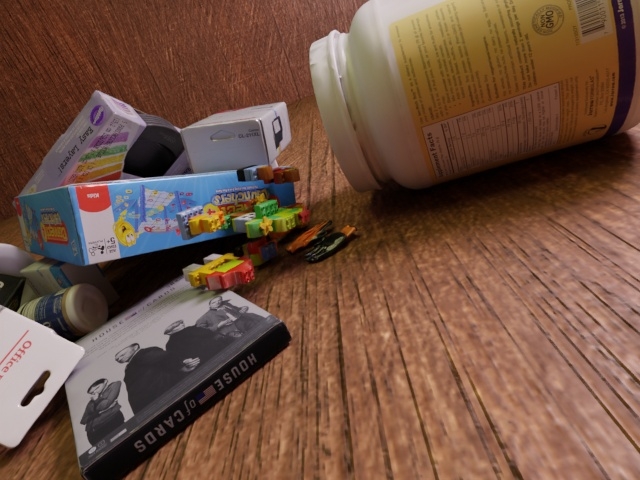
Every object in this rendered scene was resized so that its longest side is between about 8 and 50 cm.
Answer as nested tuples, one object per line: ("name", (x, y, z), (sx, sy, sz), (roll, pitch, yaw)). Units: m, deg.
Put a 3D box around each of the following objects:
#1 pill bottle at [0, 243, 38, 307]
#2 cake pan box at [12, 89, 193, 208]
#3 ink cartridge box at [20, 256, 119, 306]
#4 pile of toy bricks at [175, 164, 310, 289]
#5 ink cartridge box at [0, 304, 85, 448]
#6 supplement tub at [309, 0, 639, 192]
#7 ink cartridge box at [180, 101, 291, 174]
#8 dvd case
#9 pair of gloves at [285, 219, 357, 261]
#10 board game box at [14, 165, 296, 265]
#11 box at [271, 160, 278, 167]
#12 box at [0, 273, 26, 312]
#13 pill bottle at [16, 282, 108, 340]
("pill bottle", (-0.617, 0.099, 0.726), (0.245, 0.136, 0.136), (-16, 24, 17))
("cake pan box", (-0.367, -0.123, 0.788), (0.267, 0.070, 0.245), (-46, -17, 11))
("ink cartridge box", (-0.375, 0.066, 0.635), (0.122, 0.089, 0.052), (-6, 28, 33))
("pile of toy bricks", (-0.063, -0.026, 0.513), (0.105, 0.118, 0.212), (5, 24, 34))
("ink cartridge box", (-0.336, 0.118, 0.415), (0.104, 0.180, 0.060), (-64, 2, -33))
("supplement tub", (0.177, -0.200, 0.514), (0.331, 0.241, 0.241), (-15, 24, 19))
("ink cartridge box", (-0.129, -0.170, 0.693), (0.127, 0.072, 0.175), (-4, 25, 10))
("dvd case", (-0.161, 0.107, 0.426), (0.179, 0.030, 0.238), (-35, 25, -26))
("pair of gloves", (0.000, 0.000, 0.533), (0.074, 0.010, 0.083), (-37, 27, -18))
("board game box", (-0.248, -0.047, 0.640), (0.301, 0.086, 0.308), (-15, 12, -42))
("box", (-0.166, -0.150, 0.897), (0.114, 0.103, 0.203), (-27, 23, -11))
("box", (-0.536, 0.104, 0.446), (0.293, 0.073, 0.296), (18, 26, -19))
("pill bottle", (-0.351, 0.104, 0.559), (0.120, 0.067, 0.067), (-19, 23, 10))
